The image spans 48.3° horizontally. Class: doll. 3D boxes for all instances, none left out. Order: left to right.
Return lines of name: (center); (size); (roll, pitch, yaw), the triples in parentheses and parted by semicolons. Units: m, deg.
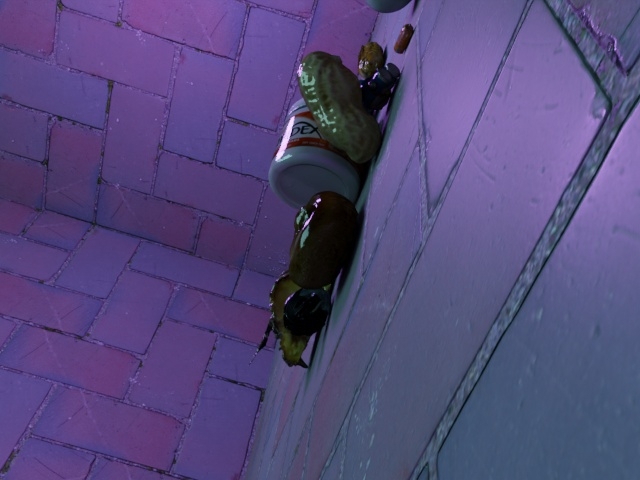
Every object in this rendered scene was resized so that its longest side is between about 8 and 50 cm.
doll: (0.147, -0.390, 1.827); (0.114, 0.085, 0.152); (-36, -6, -30)

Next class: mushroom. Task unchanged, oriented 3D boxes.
mushroom: (0.000, 0.000, 1.713); (0.253, 0.153, 0.253); (-161, 90, -85)

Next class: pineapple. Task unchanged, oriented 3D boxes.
pineapple: (-0.071, 0.188, 1.913); (0.161, 0.158, 0.335); (136, 149, -83)

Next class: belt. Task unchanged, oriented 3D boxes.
belt: (-0.031, 0.171, 1.755); (0.140, 0.105, 0.058); (-45, -17, -33)

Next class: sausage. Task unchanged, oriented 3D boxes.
sausage: (0.211, -0.512, 1.800); (0.107, 0.031, 0.031); (117, 169, -70)

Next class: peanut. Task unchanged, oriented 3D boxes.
peanut: (0.050, -0.335, 1.792); (0.153, 0.325, 0.140); (-36, -18, 14)

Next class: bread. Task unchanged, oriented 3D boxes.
bread: (0.174, -0.622, 2.466); (0.269, 0.098, 0.087); (-82, -32, -66)

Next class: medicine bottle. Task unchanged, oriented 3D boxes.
medicine bottle: (0.002, -0.231, 1.965); (0.253, 0.252, 0.241); (112, 174, -55)

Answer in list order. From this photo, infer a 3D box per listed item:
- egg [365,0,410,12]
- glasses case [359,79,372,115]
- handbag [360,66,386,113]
egg: (0.196, -0.730, 1.936); (0.168, 0.168, 0.231); (130, 160, -81)
glasses case: (0.128, -0.386, 2.279); (0.301, 0.070, 0.117); (-79, 2, -46)
handbag: (0.095, -0.411, 2.145); (0.270, 0.089, 0.175); (-37, 17, 25)
